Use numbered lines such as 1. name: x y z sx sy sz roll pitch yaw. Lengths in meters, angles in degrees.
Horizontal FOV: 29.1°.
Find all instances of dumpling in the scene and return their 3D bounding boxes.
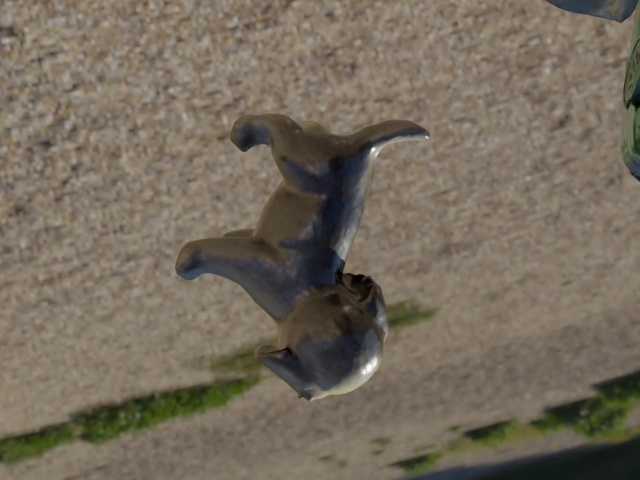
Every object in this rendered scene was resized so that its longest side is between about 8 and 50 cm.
1. dumpling: 0.134 -0.149 0.630 0.052 0.076 0.057 10 133 -10

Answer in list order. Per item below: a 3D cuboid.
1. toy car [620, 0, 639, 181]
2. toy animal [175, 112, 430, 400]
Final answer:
1. toy car: 0.213 -0.128 0.655 0.090 0.224 0.076 11 163 4
2. toy animal: -0.015 0.006 1.000 0.169 0.233 0.121 12 179 18
